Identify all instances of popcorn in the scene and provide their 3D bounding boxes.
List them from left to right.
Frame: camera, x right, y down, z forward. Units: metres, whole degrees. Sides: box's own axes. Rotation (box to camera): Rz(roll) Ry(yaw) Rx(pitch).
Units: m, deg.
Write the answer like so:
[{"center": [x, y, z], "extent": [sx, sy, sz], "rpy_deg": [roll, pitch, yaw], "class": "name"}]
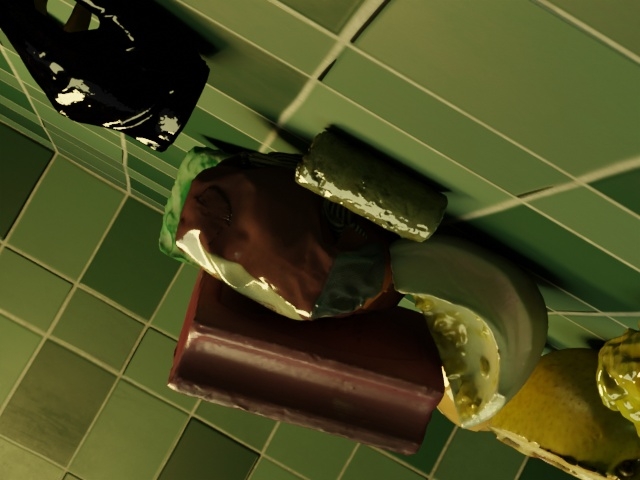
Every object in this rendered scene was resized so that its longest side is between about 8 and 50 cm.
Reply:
[{"center": [0.417, 0.166, 1.380], "extent": [0.197, 0.155, 0.197], "rpy_deg": [48, 171, 10], "class": "popcorn"}]

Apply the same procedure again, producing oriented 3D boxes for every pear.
[{"center": [0.443, 0.278, 1.866], "extent": [0.340, 0.191, 0.386], "rpy_deg": [26, 173, -5], "class": "pear"}]

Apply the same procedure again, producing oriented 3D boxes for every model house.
[{"center": [-0.056, -0.014, 1.979], "extent": [0.325, 0.194, 0.267], "rpy_deg": [17, 180, -41], "class": "model house"}]

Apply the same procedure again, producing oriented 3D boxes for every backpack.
[{"center": [0.000, 0.000, 1.640], "extent": [0.283, 0.197, 0.317], "rpy_deg": [34, -163, 30], "class": "backpack"}]

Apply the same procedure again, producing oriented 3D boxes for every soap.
[{"center": [-0.019, 0.157, 1.698], "extent": [0.360, 0.128, 0.233], "rpy_deg": [16, -157, -8], "class": "soap"}]

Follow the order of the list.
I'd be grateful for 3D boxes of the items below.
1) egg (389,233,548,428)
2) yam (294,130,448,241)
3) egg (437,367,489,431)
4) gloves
[{"center": [0.213, 0.091, 1.594], "extent": [0.206, 0.162, 0.271], "rpy_deg": [-69, -42, -70], "class": "egg"}, {"center": [0.060, -0.064, 1.426], "extent": [0.179, 0.078, 0.078], "rpy_deg": [26, 173, 0], "class": "yam"}, {"center": [0.280, 0.226, 2.127], "extent": [0.201, 0.201, 0.244], "rpy_deg": [23, 159, 39], "class": "egg"}, {"center": [-0.262, -0.226, 1.340], "extent": [0.301, 0.152, 0.197], "rpy_deg": [43, 144, -5], "class": "gloves"}]
